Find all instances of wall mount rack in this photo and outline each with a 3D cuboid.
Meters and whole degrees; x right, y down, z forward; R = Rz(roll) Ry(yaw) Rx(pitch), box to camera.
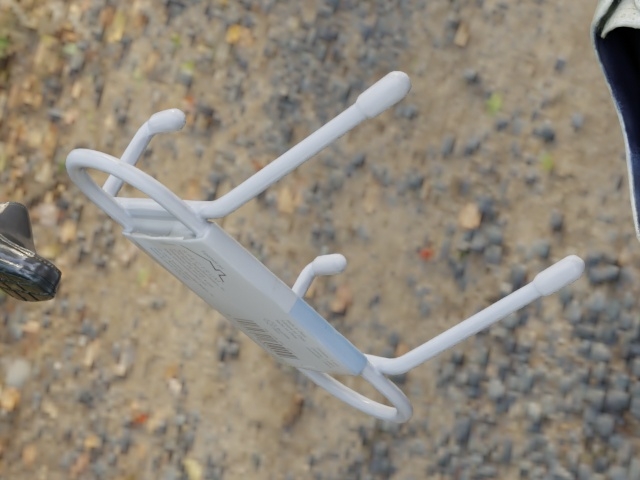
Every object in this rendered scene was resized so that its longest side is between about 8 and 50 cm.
[{"bbox_3d":[0.000,0.000,1.134,0.304,0.350,0.130,3,58,53],"label":"wall mount rack"}]

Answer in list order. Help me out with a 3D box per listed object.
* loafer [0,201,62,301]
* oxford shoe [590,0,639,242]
[{"bbox_3d":[-0.234,-0.004,1.125,0.170,0.062,0.061,22,71,44],"label":"loafer"},{"bbox_3d":[0.244,-0.181,0.980,0.140,0.146,0.397,-7,92,58],"label":"oxford shoe"}]
